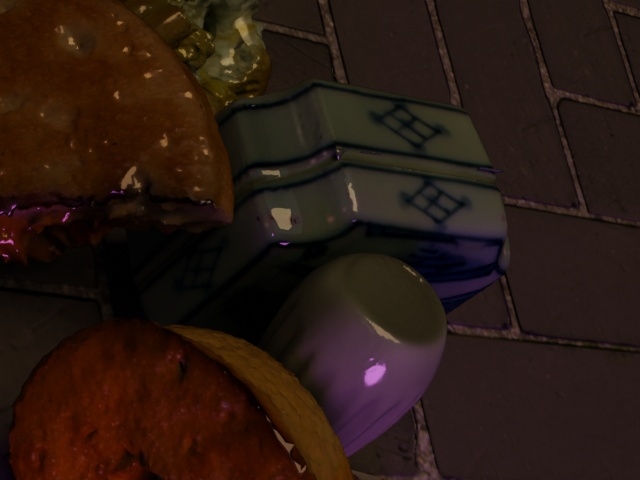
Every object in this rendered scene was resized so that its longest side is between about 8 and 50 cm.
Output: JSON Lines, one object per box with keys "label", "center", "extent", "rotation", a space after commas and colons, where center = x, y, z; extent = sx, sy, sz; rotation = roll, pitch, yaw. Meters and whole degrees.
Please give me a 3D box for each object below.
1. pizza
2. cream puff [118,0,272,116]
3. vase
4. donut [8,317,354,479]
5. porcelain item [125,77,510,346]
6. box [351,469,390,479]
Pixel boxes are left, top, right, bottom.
{"label": "pizza", "center": [-0.248, -0.094, 1.320], "extent": [0.408, 0.114, 0.278], "rotation": [24, 70, 20]}
{"label": "cream puff", "center": [-0.142, -0.143, 1.490], "extent": [0.195, 0.194, 0.221], "rotation": [55, 31, 2]}
{"label": "vase", "center": [-0.007, 0.120, 1.306], "extent": [0.128, 0.248, 0.128], "rotation": [24, 38, -20]}
{"label": "donut", "center": [-0.095, 0.196, 1.228], "extent": [0.110, 0.303, 0.303], "rotation": [-16, 74, -56]}
{"label": "porcelain item", "center": [0.000, 0.000, 1.422], "extent": [0.281, 0.286, 0.157], "rotation": [8, 56, -40]}
{"label": "box", "center": [-0.018, 0.214, 1.446], "extent": [0.207, 0.041, 0.050], "rotation": [20, 56, -30]}
